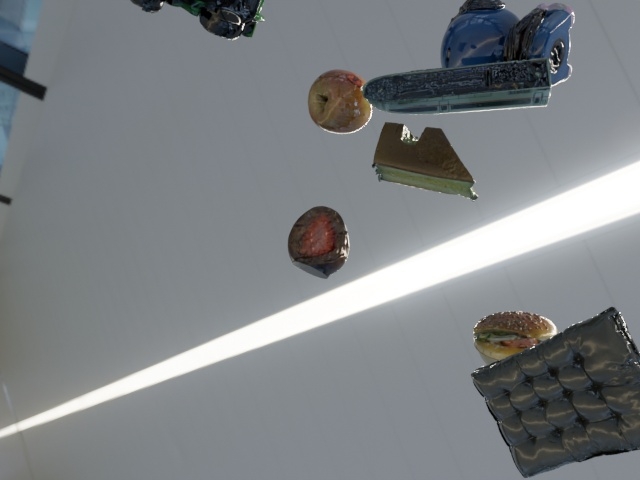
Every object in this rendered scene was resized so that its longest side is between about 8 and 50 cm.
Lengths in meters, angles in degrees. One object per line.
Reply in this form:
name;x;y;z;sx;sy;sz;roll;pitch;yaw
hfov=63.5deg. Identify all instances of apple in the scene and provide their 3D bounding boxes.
apple;0.065;-0.428;1.596;0.210;0.164;0.209;25;-58;47

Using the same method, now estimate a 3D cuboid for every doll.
doll;0.458;-0.482;1.334;0.310;0.240;0.283;22;-54;42

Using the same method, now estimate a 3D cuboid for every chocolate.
chocolate;0.000;0.000;1.035;0.133;0.124;0.127;-61;-158;-11

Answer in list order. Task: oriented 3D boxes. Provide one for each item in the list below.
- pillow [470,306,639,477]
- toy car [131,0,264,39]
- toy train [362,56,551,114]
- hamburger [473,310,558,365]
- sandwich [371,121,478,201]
pillow;0.448;0.288;0.932;0.326;0.101;0.228;-41;-117;38
toy car;-0.226;-0.547;1.035;0.213;0.359;0.176;-62;-142;28
toy train;0.303;-0.340;1.186;0.408;0.088;0.086;0;-112;15
hamburger;0.526;0.264;1.396;0.237;0.237;0.147;4;-71;49
sandwich;0.236;-0.173;1.119;0.236;0.122;0.128;17;-93;28
